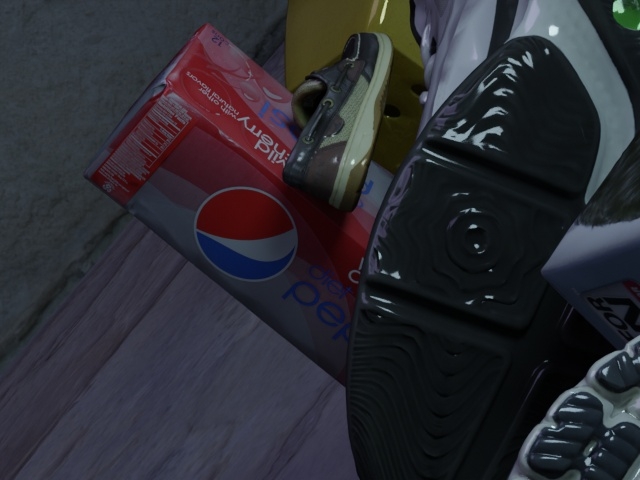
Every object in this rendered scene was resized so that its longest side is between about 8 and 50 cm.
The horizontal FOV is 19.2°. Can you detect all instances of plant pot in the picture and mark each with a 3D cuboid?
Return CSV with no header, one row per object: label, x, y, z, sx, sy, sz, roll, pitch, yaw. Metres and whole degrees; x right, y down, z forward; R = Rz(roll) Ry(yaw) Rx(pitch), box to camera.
plant pot,0.087,-0.181,1.645,0.212,0.212,0.187,-32,29,51

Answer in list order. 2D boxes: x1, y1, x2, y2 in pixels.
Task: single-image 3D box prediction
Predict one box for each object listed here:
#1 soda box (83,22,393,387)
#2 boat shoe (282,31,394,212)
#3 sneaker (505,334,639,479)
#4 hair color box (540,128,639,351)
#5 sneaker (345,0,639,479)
soda box,0.000,0.000,1.086,0.083,0.263,0.092,-45,10,30
boat shoe,0.009,-0.075,1.048,0.152,0.049,0.056,-81,10,-56
sneaker,0.085,0.137,0.726,0.275,0.107,0.110,-47,1,-10
hair color box,0.261,-0.050,0.708,0.185,0.113,0.374,-52,12,-26
sneaker,0.116,-0.050,1.015,0.257,0.169,0.447,137,153,-78
